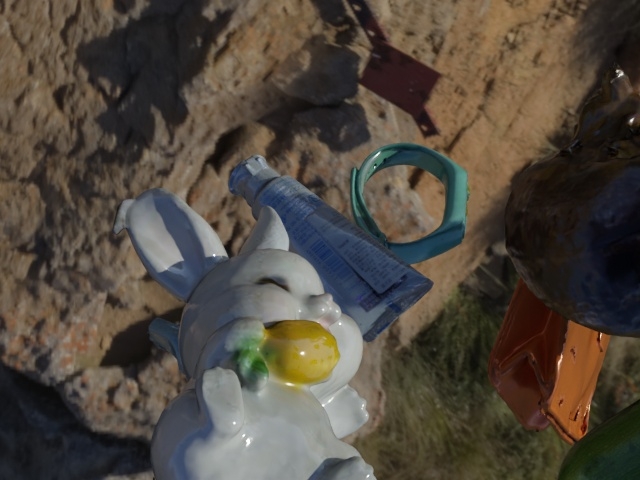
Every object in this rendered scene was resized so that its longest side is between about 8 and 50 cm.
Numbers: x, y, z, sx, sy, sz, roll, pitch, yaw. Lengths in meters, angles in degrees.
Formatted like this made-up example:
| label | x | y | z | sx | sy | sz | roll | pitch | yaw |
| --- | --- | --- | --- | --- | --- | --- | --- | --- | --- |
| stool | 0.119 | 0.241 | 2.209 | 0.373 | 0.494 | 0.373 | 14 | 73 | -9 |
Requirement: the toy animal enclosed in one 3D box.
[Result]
| label | x | y | z | sx | sy | sz | roll | pitch | yaw |
| --- | --- | --- | --- | --- | --- | --- | --- | --- | --- |
| toy animal | -0.059 | 0.096 | 0.697 | 0.208 | 0.325 | 0.154 | 10 | 127 | -39 |

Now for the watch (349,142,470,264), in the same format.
| label | x | y | z | sx | sy | sz | roll | pitch | yaw |
| --- | --- | --- | --- | --- | --- | --- | --- | --- | --- |
| watch | 0.140 | -0.059 | 1.415 | 0.195 | 0.237 | 0.068 | 5 | 141 | 6 |

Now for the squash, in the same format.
| label | x | y | z | sx | sy | sz | roll | pitch | yaw |
| --- | --- | --- | --- | --- | --- | --- | --- | --- | --- |
| squash | 0.381 | 0.145 | 0.816 | 0.378 | 0.101 | 0.101 | -37 | 116 | 10 |

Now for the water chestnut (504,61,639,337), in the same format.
| label | x | y | z | sx | sy | sz | roll | pitch | yaw |
| --- | --- | --- | --- | --- | --- | --- | --- | --- | --- |
| water chestnut | 0.393 | -0.053 | 1.109 | 0.335 | 0.335 | 0.347 | -7 | 94 | -12 |

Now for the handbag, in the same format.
| label | x | y | z | sx | sy | sz | roll | pitch | yaw |
| --- | --- | --- | --- | --- | --- | --- | --- | --- | --- |
| handbag | 0.430 | 0.184 | 1.582 | 0.304 | 0.116 | 0.410 | -67 | 151 | -14 |

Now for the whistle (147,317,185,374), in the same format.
| label | x | y | z | sx | sy | sz | roll | pitch | yaw |
| --- | --- | --- | --- | --- | --- | --- | --- | --- | --- |
| whistle | -0.144 | 0.188 | 1.338 | 0.093 | 0.269 | 0.180 | -56 | 163 | -23 |

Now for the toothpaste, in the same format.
| label | x | y | z | sx | sy | sz | roll | pitch | yaw |
| --- | --- | --- | --- | --- | --- | --- | --- | --- | --- |
| toothpaste | 0.000 | 0.000 | 1.120 | 0.114 | 0.299 | 0.073 | -38 | 151 | -19 |
